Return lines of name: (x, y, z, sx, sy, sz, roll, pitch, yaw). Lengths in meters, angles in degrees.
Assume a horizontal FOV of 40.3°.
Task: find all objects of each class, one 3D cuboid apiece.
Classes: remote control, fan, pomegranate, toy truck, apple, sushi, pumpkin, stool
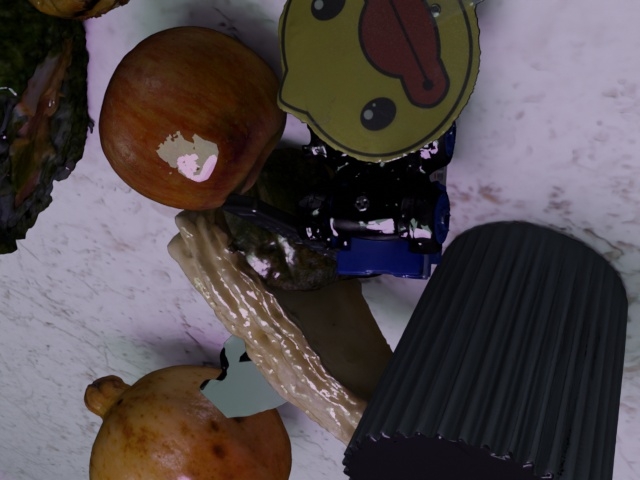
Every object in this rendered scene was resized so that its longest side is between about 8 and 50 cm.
remote control: (-0.008, -0.003, 1.012, 0.063, 0.025, 0.245, 12, 171, 45)
fan: (0.086, -0.211, 0.850, 0.335, 0.011, 0.230, -26, 88, 26)
pomegranate: (-0.262, 0.387, 1.590, 0.410, 0.410, 0.410, 17, 142, 13)
toy truck: (0.084, -0.063, 0.974, 0.161, 0.213, 0.177, 4, 176, 27)
apple: (-0.144, -0.137, 0.998, 0.188, 0.211, 0.211, 35, 144, 4)
sushi: (-0.081, 0.194, 1.410, 0.153, 0.150, 0.172, 45, 111, -2)
pumpkin: (0.005, 0.001, 1.117, 0.111, 0.163, 0.278, -24, 123, 42)
stool: (0.218, 0.178, 1.059, 0.297, 0.330, 0.297, 16, 142, 13)
sushi: (-0.423, -0.147, 1.091, 0.178, 0.294, 0.352, 21, 142, 0)

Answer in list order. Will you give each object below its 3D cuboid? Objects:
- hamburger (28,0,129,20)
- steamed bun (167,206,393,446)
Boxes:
hamburger: (-0.275, -0.328, 0.920, 0.183, 0.130, 0.206, -16, 124, 39)
steamed bun: (-0.037, 0.103, 1.226, 0.428, 0.247, 0.189, 48, 132, -8)
